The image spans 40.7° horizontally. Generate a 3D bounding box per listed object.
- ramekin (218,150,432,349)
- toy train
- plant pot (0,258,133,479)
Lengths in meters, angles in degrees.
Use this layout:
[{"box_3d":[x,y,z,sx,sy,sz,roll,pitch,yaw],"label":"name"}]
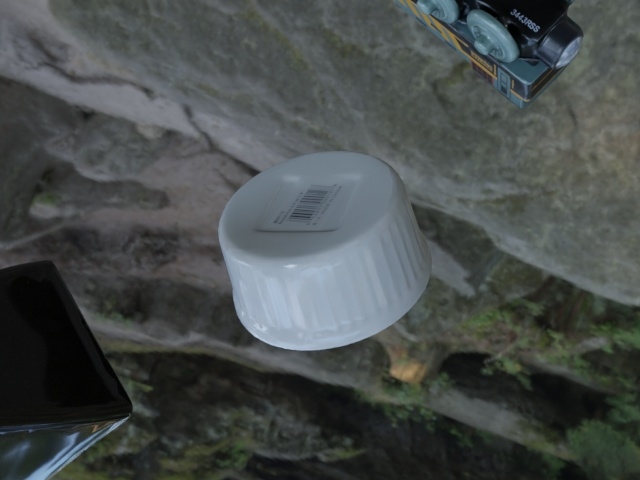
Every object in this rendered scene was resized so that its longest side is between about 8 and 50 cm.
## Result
[{"box_3d":[0.000,0.000,1.139,0.277,0.277,0.135,21,141,39],"label":"ramekin"},{"box_3d":[0.180,-0.305,1.068,0.334,0.142,0.190,43,176,19],"label":"toy train"},{"box_3d":[-0.328,0.143,0.810,0.188,0.187,0.167,56,-163,14],"label":"plant pot"}]
